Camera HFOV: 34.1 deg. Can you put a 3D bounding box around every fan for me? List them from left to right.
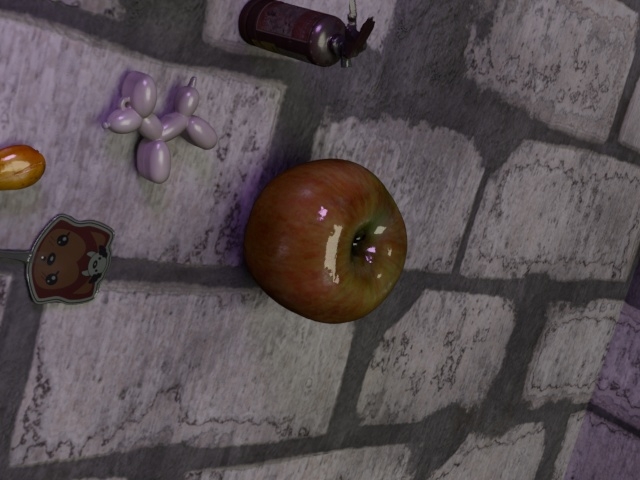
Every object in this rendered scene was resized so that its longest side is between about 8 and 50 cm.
[{"bbox_3d":[-0.377,0.025,1.433,0.220,0.009,0.132,8,100,-49],"label":"fan"}]

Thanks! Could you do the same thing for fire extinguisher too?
[{"bbox_3d":[-0.018,-0.299,1.465,0.075,0.252,0.106,-42,132,-22],"label":"fire extinguisher"}]

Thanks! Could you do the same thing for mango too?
[{"bbox_3d":[-0.395,-0.090,1.331,0.089,0.046,0.060,-29,128,-29],"label":"mango"}]

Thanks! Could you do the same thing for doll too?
[{"bbox_3d":[-0.227,-0.166,1.458,0.161,0.059,0.160,-37,132,-27],"label":"doll"}]

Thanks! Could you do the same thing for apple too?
[{"bbox_3d":[0.000,0.000,1.655,0.264,0.264,0.264,-22,124,-38],"label":"apple"}]
